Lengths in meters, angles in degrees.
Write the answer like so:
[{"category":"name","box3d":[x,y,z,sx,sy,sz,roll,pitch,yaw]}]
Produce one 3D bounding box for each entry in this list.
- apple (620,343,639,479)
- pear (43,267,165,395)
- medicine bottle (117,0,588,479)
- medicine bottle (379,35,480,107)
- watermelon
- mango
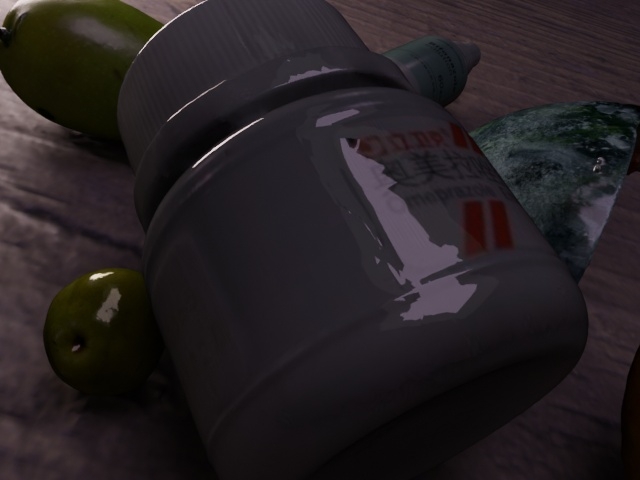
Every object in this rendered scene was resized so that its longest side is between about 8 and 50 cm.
[{"category":"apple","box3d":[0.380,0.147,0.477,0.275,0.299,0.299,16,30,-40]},{"category":"pear","box3d":[-0.153,0.065,0.505,0.092,0.092,0.097,31,1,16]},{"category":"medicine bottle","box3d":[0.000,0.000,0.483,0.245,0.245,0.306,-8,56,-34]},{"category":"medicine bottle","box3d":[0.158,-0.247,1.048,0.110,0.110,0.352,32,37,17]},{"category":"watermelon","box3d":[0.189,0.019,0.635,0.320,0.213,0.289,-23,31,17]},{"category":"mango","box3d":[-0.197,-0.176,0.767,0.293,0.143,0.175,12,28,-28]}]
